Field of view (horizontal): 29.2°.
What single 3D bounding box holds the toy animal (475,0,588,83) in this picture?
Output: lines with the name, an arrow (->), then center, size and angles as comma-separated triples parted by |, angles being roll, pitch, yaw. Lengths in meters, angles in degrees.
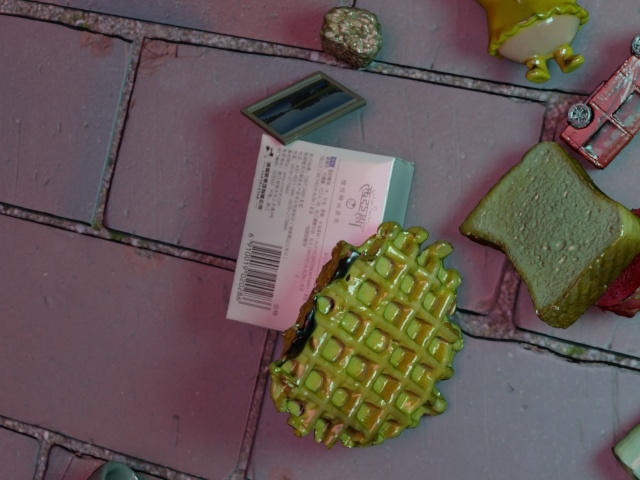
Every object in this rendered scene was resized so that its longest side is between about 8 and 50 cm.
toy animal -> 0.280, -0.323, 1.672 | 0.156, 0.156, 0.229 | -22, 69, 17

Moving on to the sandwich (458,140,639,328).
sandwich -> 0.307, -0.011, 1.623 | 0.186, 0.065, 0.214 | -49, 47, 16

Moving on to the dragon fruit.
dragon fruit -> 0.425, 0.049, 1.614 | 0.111, 0.153, 0.153 | 33, 99, -22

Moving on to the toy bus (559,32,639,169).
toy bus -> 0.408, -0.191, 1.643 | 0.089, 0.081, 0.195 | 42, 100, 8

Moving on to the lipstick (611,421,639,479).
lipstick -> 0.505, 0.197, 1.579 | 0.304, 0.076, 0.076 | -46, 73, 12

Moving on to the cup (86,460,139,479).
cup -> -0.259, 0.451, 1.740 | 0.227, 0.257, 0.301 | -33, 74, 12

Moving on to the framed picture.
framed picture -> -0.025, -0.192, 1.765 | 0.149, 0.011, 0.109 | -29, 46, -26

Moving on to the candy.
candy -> 0.046, -0.296, 1.768 | 0.095, 0.110, 0.085 | 18, 91, 4

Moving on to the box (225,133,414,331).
box -> 0.001, 0.001, 1.751 | 0.203, 0.116, 0.274 | 11, 90, 19

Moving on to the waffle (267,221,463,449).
waffle -> 0.070, 0.129, 1.646 | 0.060, 0.307, 0.311 | 11, 100, 57
